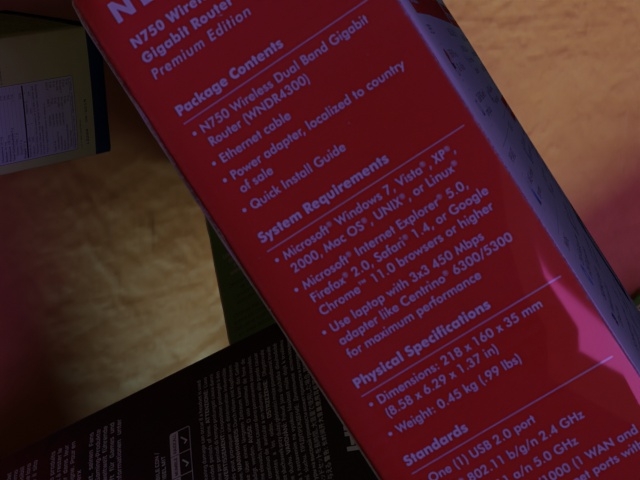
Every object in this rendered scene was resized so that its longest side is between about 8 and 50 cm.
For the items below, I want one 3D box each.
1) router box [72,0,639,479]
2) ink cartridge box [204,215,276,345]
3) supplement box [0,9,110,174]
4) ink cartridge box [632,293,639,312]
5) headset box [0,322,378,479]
[{"bbox_3d":[0.067,0.012,0.508,0.082,0.335,0.301,-33,92,12],"label":"router box"},{"bbox_3d":[0.000,0.000,0.670,0.109,0.062,0.209,7,62,-44],"label":"ink cartridge box"},{"bbox_3d":[-0.148,-0.063,0.526,0.083,0.083,0.056,-17,113,-40],"label":"supplement box"},{"bbox_3d":[0.219,0.197,0.918,0.289,0.121,0.211,-32,122,-32],"label":"ink cartridge box"},{"bbox_3d":[-0.043,0.172,0.588,0.293,0.110,0.218,-27,134,17],"label":"headset box"}]
